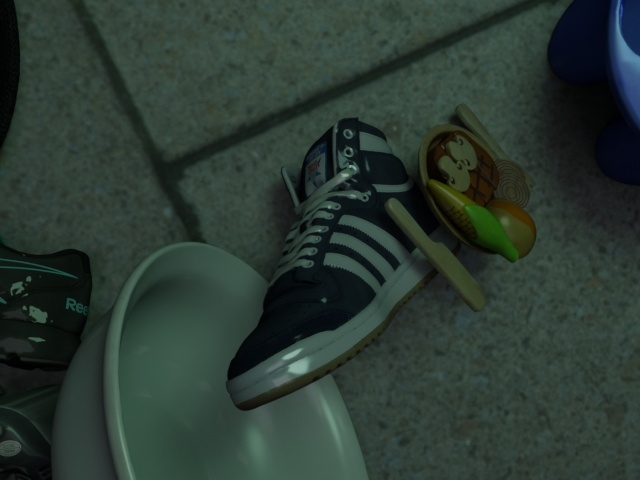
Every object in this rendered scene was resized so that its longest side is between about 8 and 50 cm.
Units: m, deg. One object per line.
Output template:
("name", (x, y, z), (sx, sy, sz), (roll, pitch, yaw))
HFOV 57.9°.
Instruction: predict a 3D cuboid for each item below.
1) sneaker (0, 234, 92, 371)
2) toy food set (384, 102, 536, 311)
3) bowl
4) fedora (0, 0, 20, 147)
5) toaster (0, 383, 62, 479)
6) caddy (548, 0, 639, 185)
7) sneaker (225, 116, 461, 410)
("sneaker", (-0.324, 0.038, 0.480), (0.267, 0.101, 0.106), (12, 70, -9))
("toy food set", (0.138, -0.046, 0.492), (0.132, 0.038, 0.192), (46, 48, -10))
("bowl", (-0.087, 0.159, 0.425), (0.134, 0.298, 0.298), (-28, 94, 16))
("fedora", (-0.387, -0.153, 0.408), (0.152, 0.334, 0.334), (3, 90, 26))
("toaster", (-0.218, 0.221, 0.454), (0.129, 0.146, 0.227), (-31, 93, -5))
("caddy", (0.383, -0.187, 0.508), (0.341, 0.179, 0.241), (-28, 94, -6))
("sneaker", (0.000, 0.000, 0.449), (0.282, 0.099, 0.153), (-32, 91, -50))
